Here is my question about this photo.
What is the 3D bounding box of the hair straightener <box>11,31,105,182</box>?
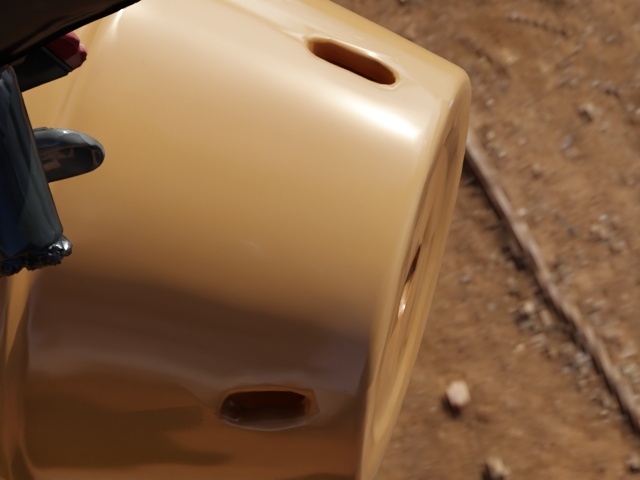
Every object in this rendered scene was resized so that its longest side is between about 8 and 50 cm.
[{"bbox_3d":[-0.186,-0.004,0.668,0.230,0.047,0.089,-16,74,5],"label":"hair straightener"}]

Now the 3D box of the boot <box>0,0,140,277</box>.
[{"bbox_3d":[-0.088,-0.039,0.506,0.045,0.121,0.099,-52,138,-62],"label":"boot"}]

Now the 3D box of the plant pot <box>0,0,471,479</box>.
[{"bbox_3d":[-0.052,-0.003,0.853,0.203,0.291,0.291,15,70,8],"label":"plant pot"}]
